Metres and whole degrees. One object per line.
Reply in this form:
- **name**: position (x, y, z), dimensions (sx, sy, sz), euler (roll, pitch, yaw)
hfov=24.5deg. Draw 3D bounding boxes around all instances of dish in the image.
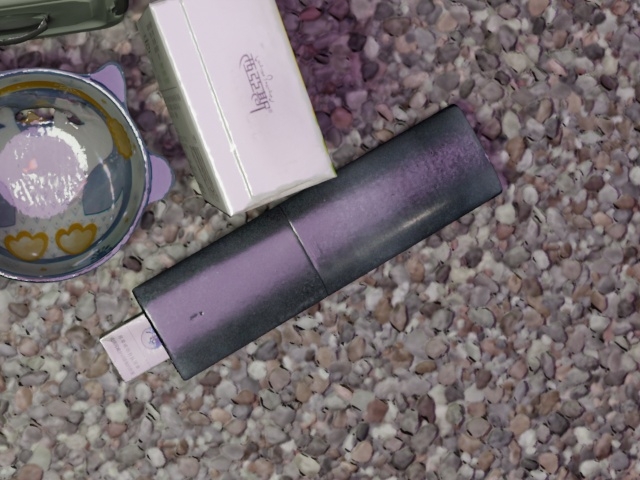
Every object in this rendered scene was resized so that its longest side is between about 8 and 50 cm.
- **dish**: position (-0.263, -0.075, 1.415), dimensions (0.236, 0.086, 0.227), euler (24, 90, -10)

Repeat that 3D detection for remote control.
- **remote control**: position (0.000, 0.000, 1.471), dimensions (0.378, 0.044, 0.107), euler (-31, 94, -8)

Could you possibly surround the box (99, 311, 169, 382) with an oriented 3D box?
- **box**: position (-0.173, 0.099, 1.477), dimensions (0.083, 0.024, 0.054), euler (-30, 97, -4)

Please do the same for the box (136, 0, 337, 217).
- **box**: position (-0.083, -0.134, 1.348), dimensions (0.111, 0.260, 0.194), euler (-21, 99, -5)

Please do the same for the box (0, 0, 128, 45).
- **box**: position (-0.296, -0.244, 1.361), dimensions (0.227, 0.162, 0.130), euler (-10, 86, -8)
